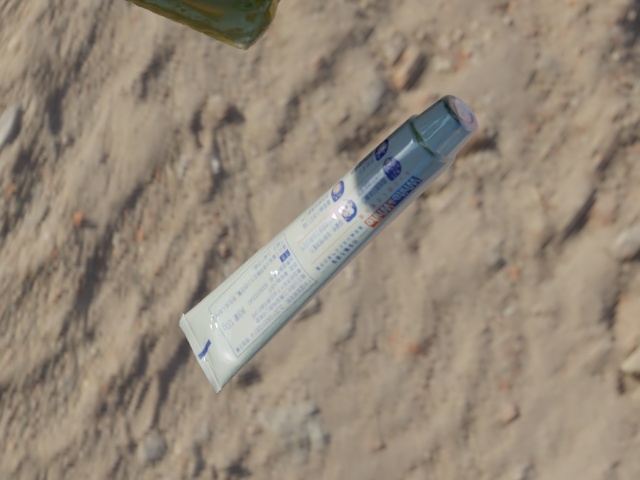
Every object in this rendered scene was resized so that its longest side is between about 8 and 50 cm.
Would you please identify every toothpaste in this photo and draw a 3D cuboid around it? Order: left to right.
[{"bbox_3d":[0.000,0.000,0.924,0.218,0.033,0.052,-43,64,28],"label":"toothpaste"}]

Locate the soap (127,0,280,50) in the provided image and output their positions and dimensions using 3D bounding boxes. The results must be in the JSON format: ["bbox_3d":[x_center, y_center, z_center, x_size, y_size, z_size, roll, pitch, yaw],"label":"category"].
[{"bbox_3d":[-0.163,-0.269,1.223,0.315,0.199,0.091,20,133,-25],"label":"soap"}]
